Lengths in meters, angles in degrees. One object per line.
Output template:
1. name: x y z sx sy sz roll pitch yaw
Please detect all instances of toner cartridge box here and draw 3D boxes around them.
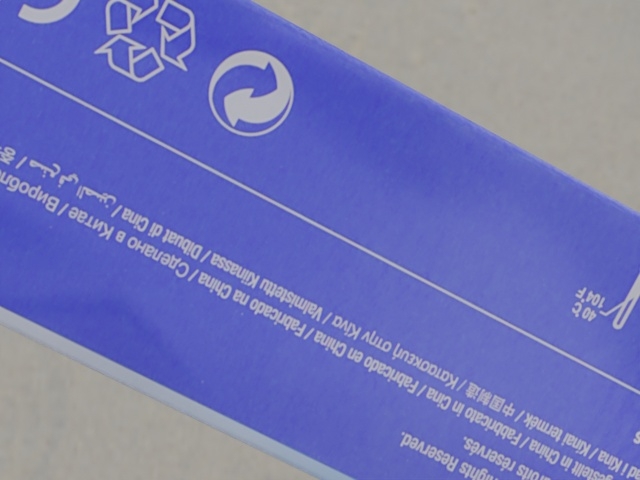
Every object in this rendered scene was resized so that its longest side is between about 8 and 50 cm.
1. toner cartridge box: 0.000 0.000 0.426 0.348 0.075 0.165 28 2 -13
